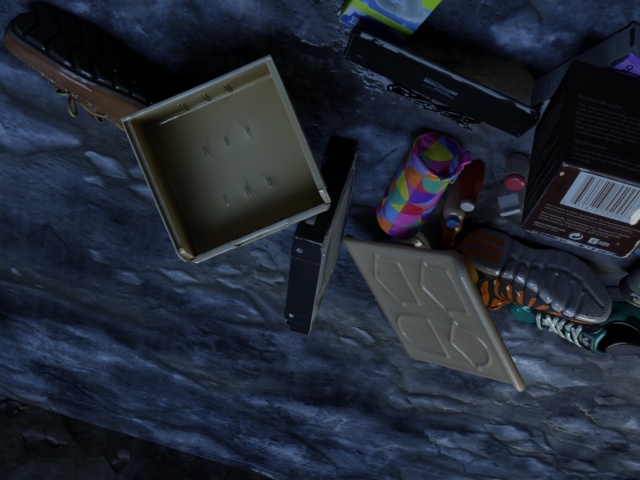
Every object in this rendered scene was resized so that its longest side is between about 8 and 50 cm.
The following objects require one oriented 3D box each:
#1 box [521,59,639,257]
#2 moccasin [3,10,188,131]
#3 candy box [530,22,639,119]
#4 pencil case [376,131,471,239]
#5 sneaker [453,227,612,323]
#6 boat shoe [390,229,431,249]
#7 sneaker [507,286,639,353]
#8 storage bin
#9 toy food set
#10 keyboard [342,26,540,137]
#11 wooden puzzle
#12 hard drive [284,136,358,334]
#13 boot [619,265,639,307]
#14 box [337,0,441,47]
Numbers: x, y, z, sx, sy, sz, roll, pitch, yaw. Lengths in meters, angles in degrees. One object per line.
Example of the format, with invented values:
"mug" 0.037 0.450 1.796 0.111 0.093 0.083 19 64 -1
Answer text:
"box" 0.404 -0.115 1.420 0.168 0.203 0.167 16 146 -1
"moccasin" -0.376 -0.266 1.720 0.380 0.139 0.147 25 138 -31
"candy box" 0.448 -0.217 1.503 0.164 0.070 0.196 33 143 -24
"pencil case" 0.179 -0.095 1.770 0.104 0.104 0.236 20 148 -7
"sneaker" 0.405 0.092 1.953 0.321 0.125 0.180 27 151 2
"boat shoe" 0.185 0.060 2.013 0.083 0.076 0.226 5 145 15
"sneaker" 0.523 0.160 1.984 0.302 0.121 0.108 1 144 21
"storage bin" -0.147 -0.126 1.621 0.262 0.261 0.123 -22 180 4
"toy food set" 0.300 -0.071 1.746 0.232 0.105 0.111 -14 137 37
"keyboard" 0.185 -0.241 1.549 0.317 0.033 0.201 25 170 -3
"wooden puzzle" 0.225 0.121 1.887 0.347 0.080 0.322 14 140 53
"hard drive" 0.000 0.000 1.851 0.064 0.237 0.339 17 146 5
"boot" 0.703 0.089 1.850 0.246 0.083 0.161 20 141 -10
"box" 0.106 -0.356 1.463 0.109 0.042 0.178 26 145 -15
